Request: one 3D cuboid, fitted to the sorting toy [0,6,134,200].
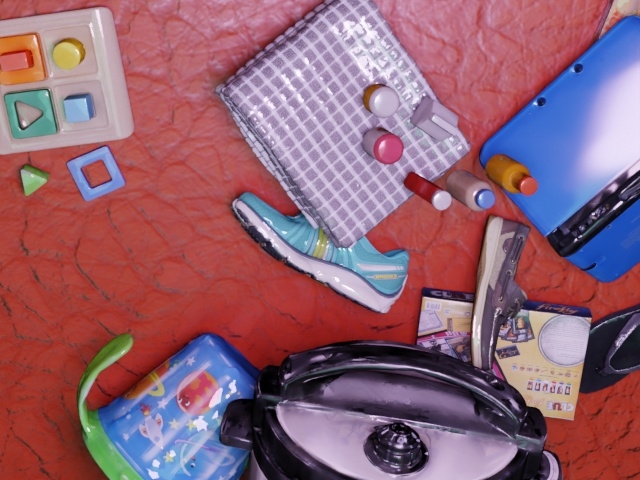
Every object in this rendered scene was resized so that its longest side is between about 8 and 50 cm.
[{"bbox_3d":[-0.361,-0.210,1.645,0.196,0.047,0.348,-8,109,0],"label":"sorting toy"}]

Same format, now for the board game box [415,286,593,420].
[{"bbox_3d":[0.258,0.165,1.790,0.243,0.042,0.165,8,108,3],"label":"board game box"}]

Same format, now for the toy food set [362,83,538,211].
[{"bbox_3d":[0.150,-0.103,1.534,0.232,0.104,0.111,32,95,-21],"label":"toy food set"}]

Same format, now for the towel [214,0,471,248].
[{"bbox_3d":[0.036,-0.154,1.609,0.235,0.121,0.284,-41,107,-9],"label":"towel"}]

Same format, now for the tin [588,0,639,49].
[{"bbox_3d":[0.428,-0.283,1.665,0.106,0.040,0.190,16,108,-12],"label":"tin"}]

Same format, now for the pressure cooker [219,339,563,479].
[{"bbox_3d":[0.087,0.325,1.598,0.369,0.375,0.420,-14,124,-35],"label":"pressure cooker"}]

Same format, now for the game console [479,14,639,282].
[{"bbox_3d":[0.416,-0.117,1.702,0.293,0.173,0.250,-42,143,17],"label":"game console"}]

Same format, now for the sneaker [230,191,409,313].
[{"bbox_3d":[0.000,0.000,1.724,0.275,0.107,0.110,29,86,-17],"label":"sneaker"}]

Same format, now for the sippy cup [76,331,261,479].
[{"bbox_3d":[-0.176,0.258,1.737,0.224,0.240,0.305,-45,148,2],"label":"sippy cup"}]

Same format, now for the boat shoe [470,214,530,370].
[{"bbox_3d":[0.250,0.073,1.709,0.073,0.080,0.224,6,73,8],"label":"boat shoe"}]

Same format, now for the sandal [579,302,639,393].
[{"bbox_3d":[0.470,0.138,1.802,0.254,0.054,0.097,-34,107,9],"label":"sandal"}]
